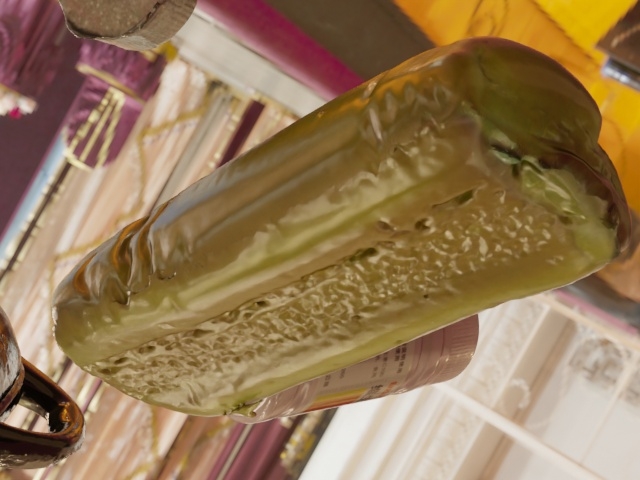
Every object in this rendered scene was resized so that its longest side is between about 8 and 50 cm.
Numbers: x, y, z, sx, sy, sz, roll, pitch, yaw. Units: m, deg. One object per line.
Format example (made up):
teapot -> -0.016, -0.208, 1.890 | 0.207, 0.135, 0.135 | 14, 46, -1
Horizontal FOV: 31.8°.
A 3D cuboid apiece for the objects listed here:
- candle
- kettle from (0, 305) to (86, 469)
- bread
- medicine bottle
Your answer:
candle -> -0.141, -0.254, 0.885 | 0.168, 0.192, 0.068 | 50, -168, 16
kettle -> -0.413, 0.158, 1.272 | 0.321, 0.228, 0.324 | 25, -176, -5
bread -> 0.000, 0.000, 0.680 | 0.166, 0.383, 0.112 | 35, -136, -34
medicine bottle -> 0.019, 0.085, 1.032 | 0.249, 0.133, 0.133 | -5, -154, -42
